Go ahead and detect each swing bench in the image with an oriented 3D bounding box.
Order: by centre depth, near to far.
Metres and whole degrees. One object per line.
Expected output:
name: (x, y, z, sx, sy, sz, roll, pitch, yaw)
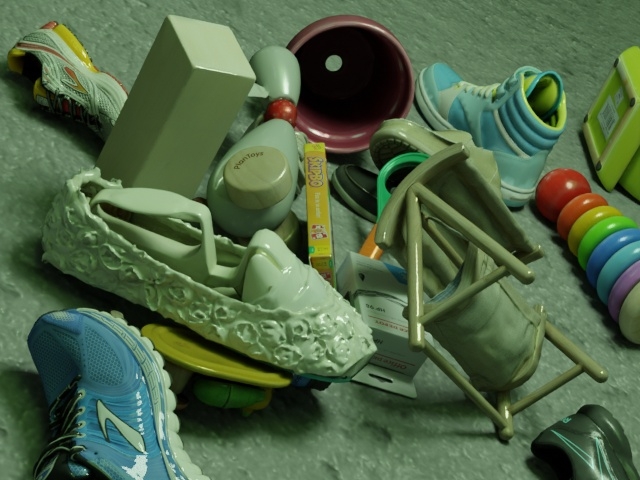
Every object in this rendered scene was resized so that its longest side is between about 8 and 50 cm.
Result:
swing bench: (0.199, 0.062, 1.705, 0.253, 0.165, 0.254, 46, 16, -42)

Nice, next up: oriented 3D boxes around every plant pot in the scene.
plant pot: (0.031, -0.249, 2.065, 0.201, 0.201, 0.180, 23, 18, -13)
plant pot: (0.593, -0.195, 2.424, 0.207, 0.227, 0.228, 15, 36, -13)

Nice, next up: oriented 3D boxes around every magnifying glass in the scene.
magnifying glass: (0.097, -0.032, 1.873, 0.092, 0.026, 0.231, 18, 54, 20)

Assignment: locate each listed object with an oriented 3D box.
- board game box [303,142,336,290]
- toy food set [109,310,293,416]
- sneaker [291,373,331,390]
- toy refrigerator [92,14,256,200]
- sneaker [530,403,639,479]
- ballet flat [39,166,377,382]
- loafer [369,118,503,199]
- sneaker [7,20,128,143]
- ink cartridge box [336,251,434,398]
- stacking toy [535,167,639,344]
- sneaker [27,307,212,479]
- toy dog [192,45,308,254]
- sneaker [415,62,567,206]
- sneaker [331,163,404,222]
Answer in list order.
board game box: (0.000, 0.000, 1.742, 0.039, 0.124, 0.259, -3, 39, 3)
toy food set: (-0.139, 0.147, 1.499, 0.218, 0.071, 0.128, 16, 12, -27)
sneaker: (-0.020, 0.119, 1.634, 0.085, 0.058, 0.152, 21, 30, -23)
toy refrigerator: (-0.178, -0.122, 1.628, 0.094, 0.269, 0.102, 6, 39, -34)
sneaker: (0.352, 0.324, 1.657, 0.106, 0.101, 0.267, -15, 52, -22)
ballet flat: (-0.121, 0.032, 1.531, 0.409, 0.147, 0.147, 21, 32, 3)
loafer: (0.170, -0.124, 2.035, 0.268, 0.102, 0.092, 27, 59, -44)
sneaker: (-0.319, -0.183, 1.787, 0.093, 0.088, 0.225, -32, 66, -33)
ink cartridge box: (0.079, 0.104, 1.731, 0.104, 0.060, 0.180, 19, 34, -21)
stacking toy: (0.435, 0.008, 2.117, 0.141, 0.141, 0.330, 5, 34, -35)
sneaker: (-0.211, 0.193, 1.309, 0.147, 0.130, 0.330, 1, 43, -42)
toy dog: (-0.107, -0.111, 1.783, 0.161, 0.220, 0.333, -3, 27, 4)
sneaker: (0.285, -0.228, 2.216, 0.127, 0.208, 0.319, -1, 44, -38)
sneaker: (0.133, -0.074, 1.962, 0.222, 0.118, 0.083, 29, 32, -5)
